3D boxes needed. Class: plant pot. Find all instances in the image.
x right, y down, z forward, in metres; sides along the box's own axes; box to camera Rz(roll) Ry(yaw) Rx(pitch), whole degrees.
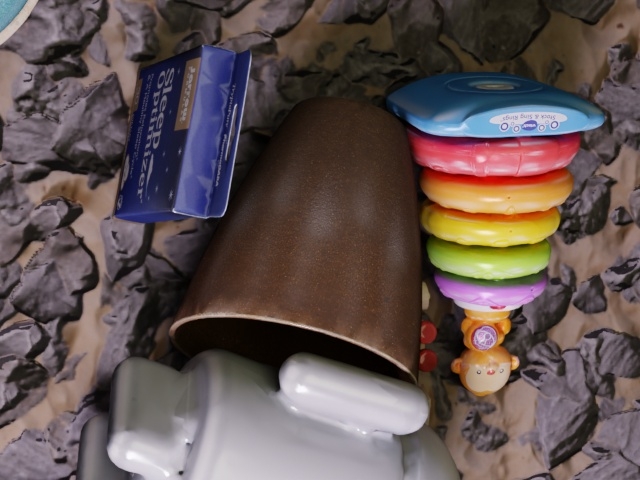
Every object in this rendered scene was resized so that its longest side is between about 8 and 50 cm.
[{"bbox_3d":[0.000,0.000,1.454,0.215,0.215,0.230,21,68,-22],"label":"plant pot"}]

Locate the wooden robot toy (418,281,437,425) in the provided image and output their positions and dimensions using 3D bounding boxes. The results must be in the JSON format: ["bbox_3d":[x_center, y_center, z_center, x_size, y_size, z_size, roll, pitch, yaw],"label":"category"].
[{"bbox_3d":[0.060,0.086,1.539,0.079,0.076,0.173,-3,90,-13],"label":"wooden robot toy"}]

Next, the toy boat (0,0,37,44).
[{"bbox_3d":[-0.328,-0.161,1.326,0.267,0.148,0.318,-11,94,-23],"label":"toy boat"}]

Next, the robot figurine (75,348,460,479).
[{"bbox_3d":[-0.027,0.216,1.417,0.353,0.300,0.200,21,36,-18],"label":"robot figurine"}]

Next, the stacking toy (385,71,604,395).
[{"bbox_3d":[0.155,0.004,1.553,0.175,0.166,0.302,-3,106,-15],"label":"stacking toy"}]

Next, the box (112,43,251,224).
[{"bbox_3d":[-0.117,-0.085,1.374,0.036,0.225,0.136,12,84,-23],"label":"box"}]
